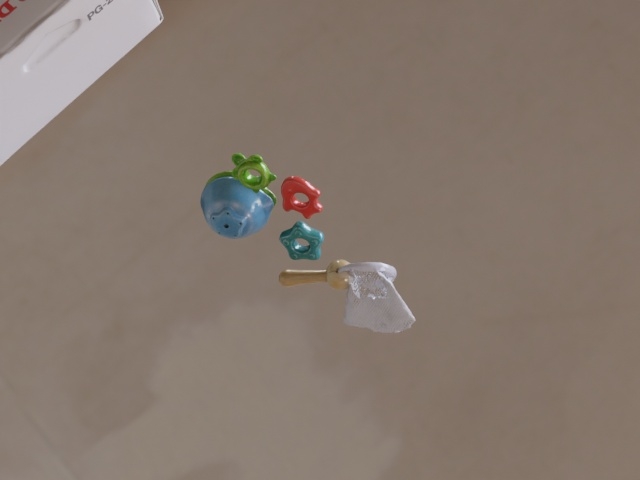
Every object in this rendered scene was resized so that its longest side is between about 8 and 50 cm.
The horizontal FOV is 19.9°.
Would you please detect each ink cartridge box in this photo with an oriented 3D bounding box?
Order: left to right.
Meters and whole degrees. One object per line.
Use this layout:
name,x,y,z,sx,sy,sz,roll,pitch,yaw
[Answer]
ink cartridge box,-0.255,-0.188,1.290,0.237,0.172,0.100,40,-13,27

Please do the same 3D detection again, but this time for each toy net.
toy net,0.000,0.000,1.703,0.232,0.122,0.045,32,39,-9
